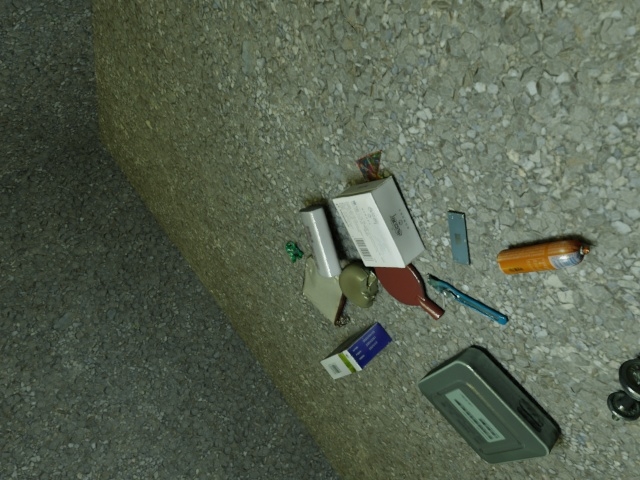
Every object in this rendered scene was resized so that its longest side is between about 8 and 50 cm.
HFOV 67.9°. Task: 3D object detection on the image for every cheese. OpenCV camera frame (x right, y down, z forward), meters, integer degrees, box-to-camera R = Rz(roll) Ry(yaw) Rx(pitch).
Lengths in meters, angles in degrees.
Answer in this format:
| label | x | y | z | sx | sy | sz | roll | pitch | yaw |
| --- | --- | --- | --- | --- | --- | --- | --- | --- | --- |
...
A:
| label | x | y | z | sx | sy | sz | roll | pitch | yaw |
| --- | --- | --- | --- | --- | --- | --- | --- | --- | --- |
| cheese | 0.152 | 0.165 | 1.864 | 0.175 | 0.091 | 0.202 | 42 | 147 | 19 |

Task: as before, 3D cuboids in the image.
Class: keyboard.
| label | x | y | z | sx | sy | sz | roll | pitch | yaw |
| --- | --- | --- | --- | --- | --- | --- | --- | --- | --- |
| keyboard | 0.411 | -0.006 | 1.414 | 0.055 | 0.014 | 0.176 | 17 | 132 | 46 |

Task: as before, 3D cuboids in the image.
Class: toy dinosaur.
| label | x | y | z | sx | sy | sz | roll | pitch | yaw |
| --- | --- | --- | --- | --- | --- | --- | --- | --- | --- |
| toy dinosaur | -0.129 | 0.045 | 2.183 | 0.096 | 0.059 | 0.132 | 52 | 158 | 17 |

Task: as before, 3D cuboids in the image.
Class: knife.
| label | x | y | z | sx | sy | sz | roll | pitch | yaw |
| --- | --- | --- | --- | --- | --- | --- | --- | --- | --- |
| knife | 0.458 | 0.187 | 1.519 | 0.297 | 0.026 | 0.044 | 30 | 128 | 38 |

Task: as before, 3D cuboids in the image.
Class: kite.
| label | x | y | z | sx | sy | sz | roll | pitch | yaw |
| --- | --- | --- | --- | --- | --- | --- | --- | --- | --- |
| kite | 0.169 | -0.222 | 1.555 | 0.159 | 0.010 | 0.190 | 36 | 145 | 30 |

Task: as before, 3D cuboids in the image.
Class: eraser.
| label | x | y | z | sx | sy | sz | roll | pitch | yaw |
| --- | --- | --- | --- | --- | --- | --- | --- | --- | --- |
| eraser | 0.000 | 0.000 | 1.868 | 0.174 | 0.095 | 0.270 | -151 | 42 | -74 |

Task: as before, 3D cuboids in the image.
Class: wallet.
| label | x | y | z | sx | sy | sz | roll | pitch | yaw |
| --- | --- | --- | --- | --- | --- | --- | --- | --- | --- |
| wallet | 0.026 | 0.215 | 2.121 | 0.275 | 0.068 | 0.335 | 34 | 136 | 27 |

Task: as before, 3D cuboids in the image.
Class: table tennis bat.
| label | x | y | z | sx | sy | sz | roll | pitch | yaw |
| --- | --- | --- | --- | --- | --- | --- | --- | --- | --- |
| table tennis bat | 0.309 | 0.167 | 1.696 | 0.310 | 0.038 | 0.200 | 43 | 147 | 22 |

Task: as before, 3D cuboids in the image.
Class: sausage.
| label | x | y | z | sx | sy | sz | roll | pitch | yaw |
| --- | --- | --- | --- | --- | --- | --- | --- | --- | --- |
| sausage | 0.561 | 0.042 | 1.196 | 0.234 | 0.071 | 0.071 | -16 | 105 | 59 |

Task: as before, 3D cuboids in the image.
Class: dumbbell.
| label | x | y | z | sx | sy | sz | roll | pitch | yaw |
| --- | --- | --- | --- | --- | --- | --- | --- | --- | --- |
| dumbbell | 0.781 | 0.391 | 1.195 | 0.110 | 0.110 | 0.254 | 34 | 149 | 33 |

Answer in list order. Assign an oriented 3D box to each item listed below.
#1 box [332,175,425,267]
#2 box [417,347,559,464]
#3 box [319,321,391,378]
| label | x | y | z | sx | sy | sz | roll | pitch | yaw |
| --- | --- | --- | --- | --- | --- | --- | --- | --- | --- |
| box | 0.191 | -0.054 | 1.573 | 0.203 | 0.116 | 0.274 | -4 | 118 | 57 |
| box | 0.563 | 0.592 | 1.669 | 0.396 | 0.111 | 0.396 | 47 | 150 | 14 |
| box | 0.149 | 0.481 | 2.056 | 0.106 | 0.200 | 0.299 | 52 | 149 | 4 |
